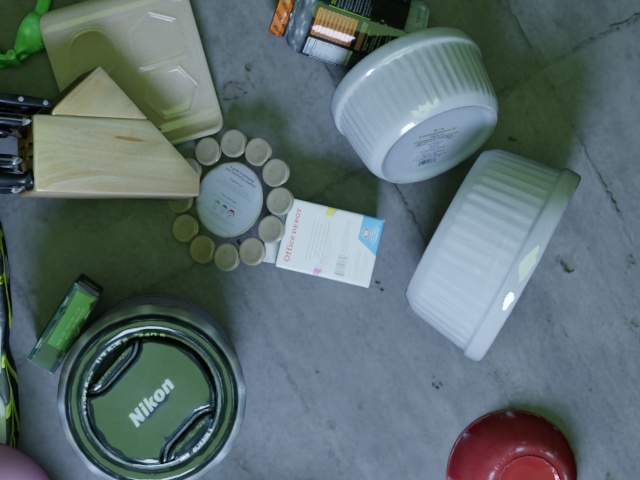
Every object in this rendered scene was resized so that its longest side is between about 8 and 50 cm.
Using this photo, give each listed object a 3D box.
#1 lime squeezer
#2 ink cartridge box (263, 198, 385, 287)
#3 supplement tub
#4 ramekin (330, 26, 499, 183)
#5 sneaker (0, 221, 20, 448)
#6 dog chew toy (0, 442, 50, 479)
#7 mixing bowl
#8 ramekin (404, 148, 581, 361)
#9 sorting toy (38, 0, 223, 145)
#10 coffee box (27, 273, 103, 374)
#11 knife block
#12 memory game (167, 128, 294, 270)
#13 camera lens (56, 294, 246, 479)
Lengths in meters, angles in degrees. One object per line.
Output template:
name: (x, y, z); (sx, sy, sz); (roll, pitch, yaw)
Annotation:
lime squeezer: (-0.421, -0.268, 1.838); (0.310, 0.059, 0.110); (-35, 95, -3)
ink cartridge box: (0.000, 0.000, 1.868); (0.143, 0.090, 0.092); (14, 90, -5)
supplement tub: (0.036, -0.282, 1.851); (0.190, 0.117, 0.117); (19, 90, -6)
ramekin: (0.127, -0.163, 1.806); (0.207, 0.207, 0.109); (-25, 66, -4)
sneaker: (-0.464, 0.102, 1.801); (0.147, 0.145, 0.384); (-3, 90, -6)
dog chew toy: (-0.384, 0.394, 1.759); (0.206, 0.206, 0.332); (-31, 132, -4)
mixing bowl: (0.265, 0.321, 1.899); (0.181, 0.098, 0.181); (0, 93, -5)
ramekin: (0.211, 0.009, 1.811); (0.127, 0.273, 0.273); (28, 89, 7)
sorting toy: (-0.243, -0.217, 1.853); (0.193, 0.038, 0.208); (-17, 105, -5)
coffee box: (-0.317, 0.102, 1.794); (0.040, 0.184, 0.113); (32, 87, -8)
knife block: (-0.321, -0.085, 1.763); (0.275, 0.088, 0.242); (48, 70, -16)
memory game: (-0.117, -0.052, 1.851); (0.186, 0.012, 0.186); (-3, 83, 26)
camera lens: (-0.205, 0.180, 1.761); (0.219, 0.274, 0.219); (0, 92, -6)
